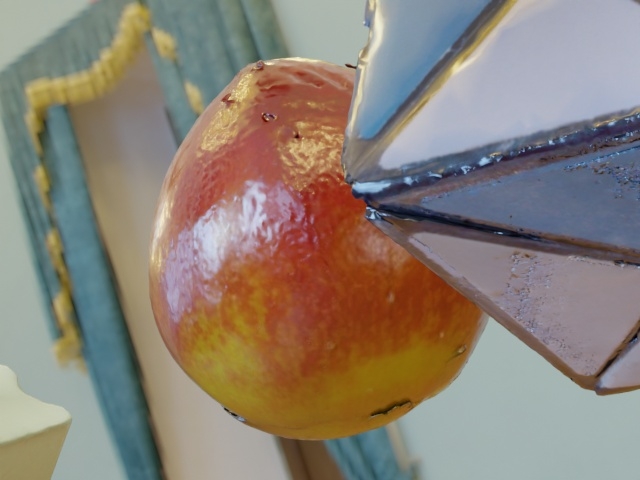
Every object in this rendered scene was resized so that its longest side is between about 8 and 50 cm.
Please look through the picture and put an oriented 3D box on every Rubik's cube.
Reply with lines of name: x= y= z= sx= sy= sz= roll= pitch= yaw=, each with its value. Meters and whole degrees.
Rubik's cube: x=0.223 y=-0.106 z=0.967 sx=0.307 sy=0.310 sz=0.305 roll=-11 pitch=-31 yaw=33

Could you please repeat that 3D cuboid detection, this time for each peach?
peach: x=0.000 y=0.000 z=1.483 sx=0.370 sy=0.370 sz=0.370 roll=-19 pitch=-4 yaw=-1

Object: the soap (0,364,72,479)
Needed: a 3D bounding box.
soap: x=-0.286 y=0.226 z=1.079 sx=0.160 sy=0.087 sz=0.265 roll=-11 pitch=-52 yaw=-58
